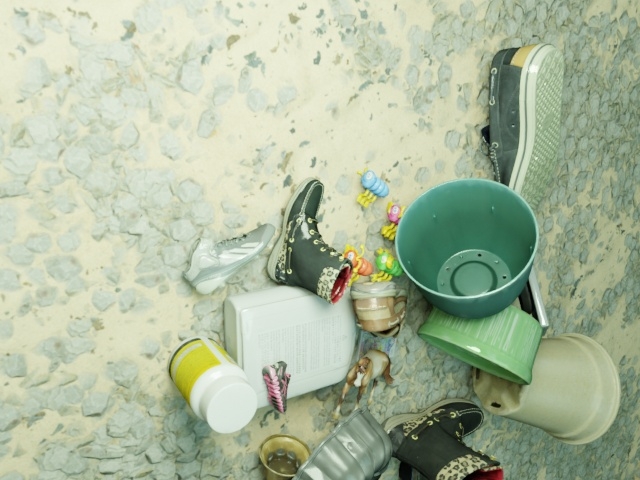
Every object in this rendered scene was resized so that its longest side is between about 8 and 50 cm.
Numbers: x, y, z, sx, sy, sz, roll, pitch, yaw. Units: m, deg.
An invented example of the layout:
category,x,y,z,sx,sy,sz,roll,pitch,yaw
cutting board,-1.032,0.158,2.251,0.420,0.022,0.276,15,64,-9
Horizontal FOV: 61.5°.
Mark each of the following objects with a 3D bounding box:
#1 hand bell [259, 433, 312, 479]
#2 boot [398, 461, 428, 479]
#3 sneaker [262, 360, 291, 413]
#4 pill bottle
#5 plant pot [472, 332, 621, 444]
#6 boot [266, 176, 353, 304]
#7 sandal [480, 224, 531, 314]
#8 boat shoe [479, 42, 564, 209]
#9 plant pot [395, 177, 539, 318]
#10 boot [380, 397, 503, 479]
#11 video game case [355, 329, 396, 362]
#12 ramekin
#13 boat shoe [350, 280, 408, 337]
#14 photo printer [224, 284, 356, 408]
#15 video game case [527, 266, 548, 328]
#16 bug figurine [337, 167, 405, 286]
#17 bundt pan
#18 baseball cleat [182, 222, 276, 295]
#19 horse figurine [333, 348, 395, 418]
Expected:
category,x,y,z,sx,sy,sz,roll,pitch,yaw
hand bell,-0.104,0.601,1.294,0.126,0.126,0.242,-3,118,-32
boot,0.281,0.742,1.577,0.106,0.082,0.219,3,100,-31
sneaker,-0.080,0.301,1.110,0.057,0.047,0.119,-26,118,-37
pill bottle,-0.211,0.277,1.047,0.119,0.208,0.119,-9,108,-30
plant pot,0.637,0.419,1.596,0.305,0.334,0.334,13,96,-23
boot,0.001,0.001,1.114,0.085,0.178,0.236,17,95,-56
sandal,0.486,0.050,1.482,0.107,0.168,0.446,-19,128,20
boat shoe,0.511,-0.262,1.396,0.186,0.156,0.500,-33,131,-27
plant pot,0.337,0.044,1.223,0.293,0.293,0.235,-49,146,-11
boot,0.373,0.564,1.459,0.377,0.284,0.138,2,103,-32
video game case,0.147,0.268,1.396,0.122,0.011,0.087,0,104,-33
ramekin,0.418,0.240,1.395,0.303,0.303,0.148,34,77,-35
boat shoe,0.135,0.165,1.219,0.324,0.123,0.117,28,56,-69
photo printer,-0.056,0.217,1.192,0.307,0.107,0.256,-10,108,-31
video game case,0.604,0.154,1.521,0.193,0.023,0.213,43,37,-64
bug figurine,0.133,-0.020,1.220,0.216,0.072,0.279,28,68,-42
bundt pan,0.050,0.557,1.258,0.331,0.124,0.331,-39,152,-26
baseball cleat,-0.183,0.015,1.075,0.206,0.072,0.109,-45,113,-20
horse figurine,0.116,0.333,1.318,0.263,0.066,0.175,-9,119,-59
